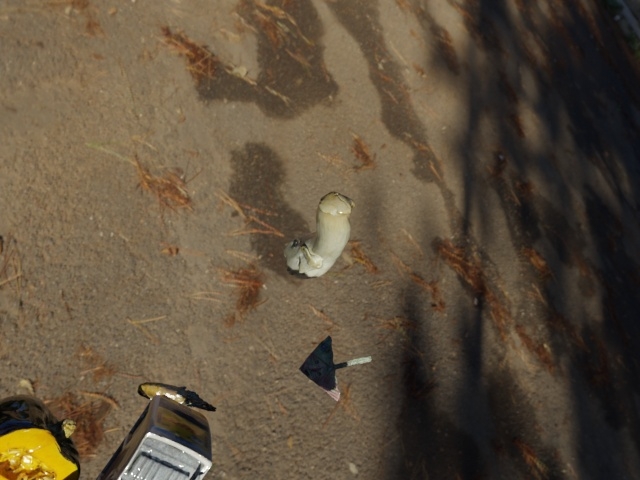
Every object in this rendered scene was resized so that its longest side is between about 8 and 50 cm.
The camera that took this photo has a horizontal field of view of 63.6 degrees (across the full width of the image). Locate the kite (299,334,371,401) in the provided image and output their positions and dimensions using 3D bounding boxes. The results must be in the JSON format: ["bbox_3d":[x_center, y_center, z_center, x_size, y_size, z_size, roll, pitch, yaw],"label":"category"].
[{"bbox_3d":[0.029,0.257,1.036,0.005,0.152,0.138,-18,102,-73],"label":"kite"}]

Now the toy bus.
[{"bbox_3d":[-0.260,0.353,0.610,0.097,0.343,0.138,34,4,-19],"label":"toy bus"}]

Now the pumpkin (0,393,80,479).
[{"bbox_3d":[-0.768,0.514,1.360,0.242,0.325,0.232,-25,43,-18],"label":"pumpkin"}]

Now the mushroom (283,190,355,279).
[{"bbox_3d":[0.001,0.003,1.014,0.099,0.278,0.096,-19,72,-28],"label":"mushroom"}]

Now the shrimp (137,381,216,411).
[{"bbox_3d":[-0.464,0.507,1.687,0.261,0.117,0.066,19,64,-6],"label":"shrimp"}]
